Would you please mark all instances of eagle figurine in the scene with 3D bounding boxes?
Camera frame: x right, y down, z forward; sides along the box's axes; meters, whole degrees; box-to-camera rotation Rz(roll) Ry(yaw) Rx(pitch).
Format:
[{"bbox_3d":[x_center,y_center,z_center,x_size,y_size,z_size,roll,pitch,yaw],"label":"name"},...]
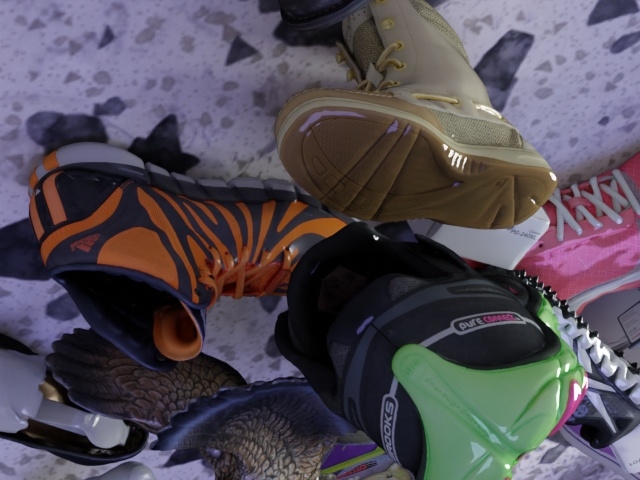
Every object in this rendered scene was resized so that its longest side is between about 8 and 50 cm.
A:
[{"bbox_3d":[-0.072,0.177,1.366,0.226,0.225,0.298,-23,122,11],"label":"eagle figurine"}]

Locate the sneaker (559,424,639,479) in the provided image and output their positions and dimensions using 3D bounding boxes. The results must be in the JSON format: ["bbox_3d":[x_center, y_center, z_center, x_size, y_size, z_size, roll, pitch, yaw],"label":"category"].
[{"bbox_3d":[0.384,0.201,1.639,0.102,0.282,0.161,-46,153,-40],"label":"sneaker"}]

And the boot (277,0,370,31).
[{"bbox_3d":[-0.016,-0.294,1.092,0.229,0.091,0.263,24,116,-33],"label":"boot"}]

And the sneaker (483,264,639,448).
[{"bbox_3d":[0.218,0.117,1.436,0.234,0.078,0.106,39,97,-22],"label":"sneaker"}]

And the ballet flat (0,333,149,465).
[{"bbox_3d":[-0.262,0.141,1.401,0.280,0.096,0.095,25,75,-45],"label":"ballet flat"}]

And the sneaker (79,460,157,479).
[{"bbox_3d":[-0.251,0.275,1.528,0.090,0.095,0.235,7,138,-49],"label":"sneaker"}]

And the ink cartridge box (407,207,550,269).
[{"bbox_3d":[0.115,-0.053,1.332,0.109,0.150,0.063,14,125,-34],"label":"ink cartridge box"}]

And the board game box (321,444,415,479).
[{"bbox_3d":[0.079,0.222,1.603,0.208,0.056,0.347,16,137,-14],"label":"board game box"}]

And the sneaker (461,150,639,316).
[{"bbox_3d":[0.241,-0.002,1.468,0.314,0.116,0.136,-39,134,17],"label":"sneaker"}]

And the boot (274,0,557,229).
[{"bbox_3d":[0.047,-0.115,1.197,0.262,0.203,0.095,8,133,-38],"label":"boot"}]

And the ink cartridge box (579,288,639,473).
[{"bbox_3d":[0.322,0.117,1.567,0.139,0.191,0.082,-29,139,6],"label":"ink cartridge box"}]

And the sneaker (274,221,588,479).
[{"bbox_3d":[0.073,0.063,1.209,0.202,0.483,0.185,43,88,-4],"label":"sneaker"}]

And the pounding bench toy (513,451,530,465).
[{"bbox_3d":[0.201,0.232,1.711,0.065,0.083,0.052,26,119,-39],"label":"pounding bench toy"}]

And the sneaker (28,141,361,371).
[{"bbox_3d":[-0.089,0.035,1.295,0.321,0.180,0.125,10,130,-26],"label":"sneaker"}]
